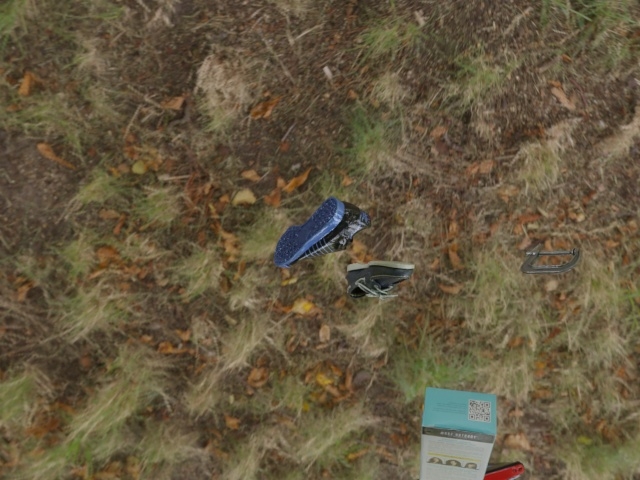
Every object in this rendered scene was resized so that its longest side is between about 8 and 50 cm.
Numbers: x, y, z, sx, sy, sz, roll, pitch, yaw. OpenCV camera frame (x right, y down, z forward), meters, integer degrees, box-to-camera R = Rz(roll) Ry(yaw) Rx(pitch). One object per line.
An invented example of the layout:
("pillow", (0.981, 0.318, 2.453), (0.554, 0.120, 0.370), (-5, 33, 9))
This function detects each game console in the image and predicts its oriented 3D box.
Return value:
("game console", (0.297, 0.611, 1.625), (0.341, 0.386, 0.060), (-18, 73, -7))

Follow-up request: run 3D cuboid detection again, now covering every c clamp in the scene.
("c clamp", (0.535, 0.038, 1.511), (0.160, 0.137, 0.022), (1, 120, 55))

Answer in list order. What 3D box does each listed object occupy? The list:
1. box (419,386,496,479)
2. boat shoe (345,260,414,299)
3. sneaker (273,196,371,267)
("box", (0.202, 0.304, 0.983), (0.100, 0.060, 0.244), (5, 143, 10))
("boat shoe", (0.120, 0.086, 1.392), (0.095, 0.254, 0.079), (11, 79, -24))
("sneaker", (0.000, 0.000, 1.240), (0.090, 0.082, 0.232), (21, 145, -28))
